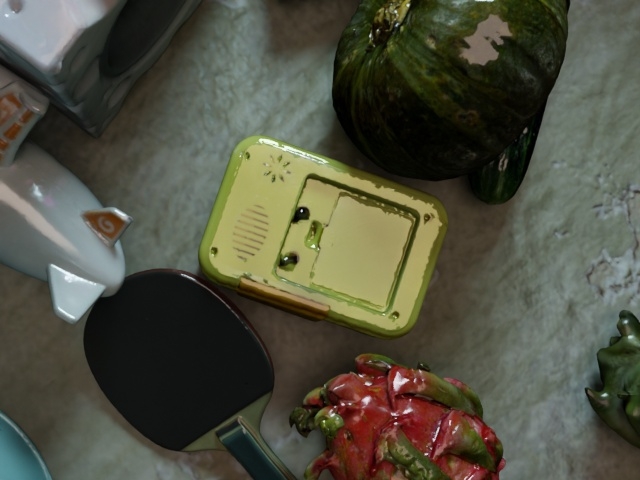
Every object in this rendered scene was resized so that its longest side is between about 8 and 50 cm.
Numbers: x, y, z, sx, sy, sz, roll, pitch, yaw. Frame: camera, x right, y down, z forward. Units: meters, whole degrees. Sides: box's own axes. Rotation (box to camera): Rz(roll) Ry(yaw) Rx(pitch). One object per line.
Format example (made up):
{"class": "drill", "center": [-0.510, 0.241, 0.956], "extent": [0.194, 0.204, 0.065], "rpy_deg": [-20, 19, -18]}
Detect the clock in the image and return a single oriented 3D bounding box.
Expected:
{"class": "clock", "center": [0.000, 0.000, 0.713], "extent": [0.202, 0.096, 0.143], "rpy_deg": [20, 87, -6]}

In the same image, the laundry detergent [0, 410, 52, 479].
{"class": "laundry detergent", "center": [-0.352, 0.257, 0.541], "extent": [0.287, 0.305, 0.288], "rpy_deg": [0, 87, -9]}

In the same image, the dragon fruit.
{"class": "dragon fruit", "center": [0.064, 0.184, 0.693], "extent": [0.166, 0.160, 0.172], "rpy_deg": [-37, 90, 24]}

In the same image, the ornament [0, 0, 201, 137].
{"class": "ornament", "center": [-0.218, -0.262, 0.623], "extent": [0.239, 0.239, 0.240], "rpy_deg": [35, 82, -4]}

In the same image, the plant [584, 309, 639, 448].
{"class": "plant", "center": [0.395, 0.212, 0.730], "extent": [0.250, 0.180, 0.334], "rpy_deg": [-14, 93, 2]}

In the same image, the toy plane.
{"class": "toy plane", "center": [-0.264, -0.030, 0.632], "extent": [0.244, 0.117, 0.245], "rpy_deg": [10, 125, 14]}

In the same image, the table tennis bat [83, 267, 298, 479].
{"class": "table tennis bat", "center": [-0.099, 0.146, 0.707], "extent": [0.154, 0.021, 0.274], "rpy_deg": [-35, 100, 15]}

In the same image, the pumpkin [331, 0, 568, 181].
{"class": "pumpkin", "center": [0.108, -0.156, 0.676], "extent": [0.157, 0.223, 0.224], "rpy_deg": [28, 83, -32]}

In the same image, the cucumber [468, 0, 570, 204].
{"class": "cucumber", "center": [0.186, -0.152, 0.762], "extent": [0.074, 0.074, 0.242], "rpy_deg": [13, 88, -7]}
